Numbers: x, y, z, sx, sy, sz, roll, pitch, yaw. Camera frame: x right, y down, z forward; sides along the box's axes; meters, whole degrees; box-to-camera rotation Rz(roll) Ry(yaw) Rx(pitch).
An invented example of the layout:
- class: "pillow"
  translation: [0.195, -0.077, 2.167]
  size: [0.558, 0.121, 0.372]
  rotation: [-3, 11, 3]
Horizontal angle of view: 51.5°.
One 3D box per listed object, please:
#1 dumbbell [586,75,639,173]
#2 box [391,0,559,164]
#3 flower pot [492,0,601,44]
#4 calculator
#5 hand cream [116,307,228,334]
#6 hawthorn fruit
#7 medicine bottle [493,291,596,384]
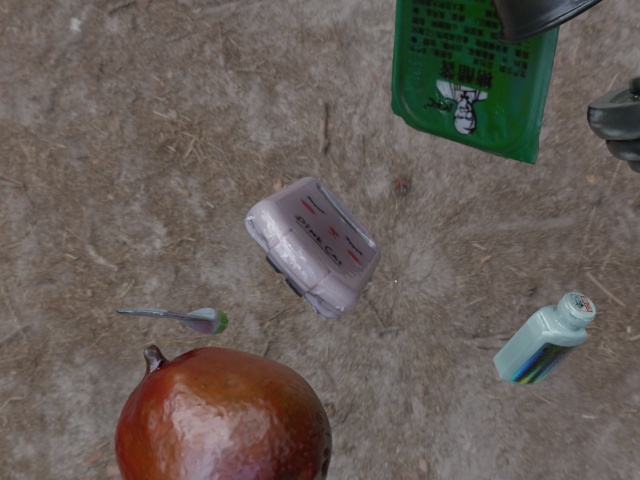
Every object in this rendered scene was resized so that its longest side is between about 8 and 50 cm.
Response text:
- class: "dumbbell"
  translation: [0.396, -0.012, 0.669]
  size: [0.179, 0.179, 0.406]
  rotation: [-19, 103, 5]
- class: "box"
  translation: [0.241, -0.310, 0.971]
  size: [0.264, 0.106, 0.337]
  rotation: [27, 133, 34]
- class: "flower pot"
  translation: [0.252, -0.309, 0.745]
  size: [0.157, 0.157, 0.107]
  rotation: [-32, 110, 4]
- class: "calculator"
  translation: [0.000, 0.000, 0.509]
  size: [0.032, 0.175, 0.100]
  rotation: [-42, 91, 19]
- class: "hand cream"
  translation: [-0.239, 0.132, 1.135]
  size: [0.079, 0.275, 0.050]
  rotation: [-26, 73, 10]
- class: "hawthorn fruit"
  translation: [-0.141, 0.296, 0.924]
  size: [0.311, 0.295, 0.295]
  rotation: [10, 87, 27]
- class: "medicine bottle"
  translation: [0.447, 0.194, 1.305]
  size: [0.121, 0.229, 0.083]
  rotation: [6, 47, -21]
